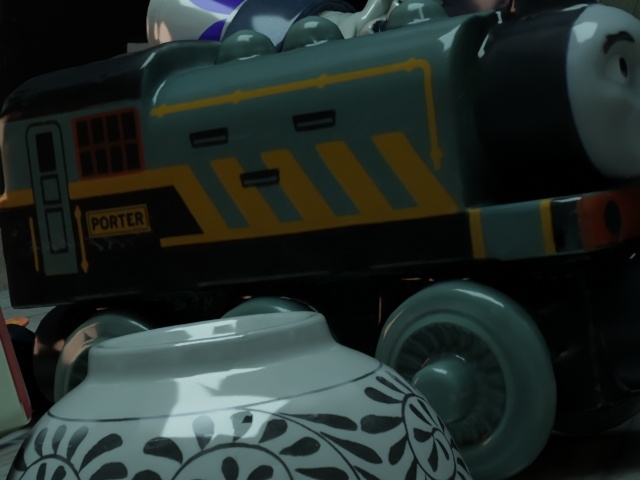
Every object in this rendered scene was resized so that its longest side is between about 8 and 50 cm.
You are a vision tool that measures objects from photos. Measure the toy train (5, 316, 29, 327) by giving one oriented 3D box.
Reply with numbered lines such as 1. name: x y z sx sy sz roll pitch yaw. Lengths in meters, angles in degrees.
1. toy train: -0.230 0.085 1.199 0.166 0.046 0.125 -5 3 45

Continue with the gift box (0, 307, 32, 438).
1. gift box: -0.265 -0.002 0.529 0.258 0.255 0.276 -12 -7 -37

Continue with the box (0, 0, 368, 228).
1. box: -0.021 -0.112 1.056 0.296 0.182 0.294 3 12 22

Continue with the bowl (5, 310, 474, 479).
1. bowl: -0.030 0.066 0.491 0.170 0.080 0.170 -8 1 0

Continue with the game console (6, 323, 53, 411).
1. game console: -0.340 0.084 0.958 0.361 0.044 0.213 -4 -17 4

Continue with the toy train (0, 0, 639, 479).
1. toy train: 0.000 0.000 0.665 0.334 0.190 0.142 -7 3 36

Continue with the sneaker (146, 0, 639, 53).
1. sneaker: 0.021 -0.097 0.759 0.236 0.322 0.130 27 38 11
